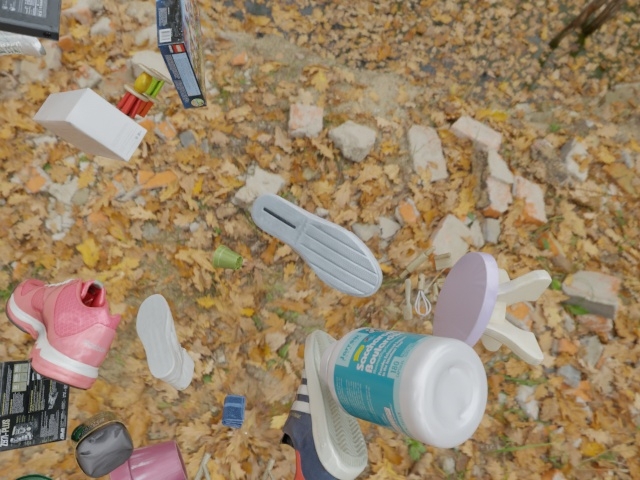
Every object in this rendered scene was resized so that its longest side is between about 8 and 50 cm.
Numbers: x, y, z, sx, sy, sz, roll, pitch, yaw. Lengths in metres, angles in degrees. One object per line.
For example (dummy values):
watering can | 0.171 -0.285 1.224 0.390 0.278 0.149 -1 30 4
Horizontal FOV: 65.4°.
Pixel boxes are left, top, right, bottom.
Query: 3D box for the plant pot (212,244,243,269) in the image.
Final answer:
plant pot | -0.306 0.066 1.674 0.079 0.083 0.083 17 66 19

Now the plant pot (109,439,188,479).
plant pot | -0.490 0.678 1.445 0.180 0.201 0.202 -20 73 -17

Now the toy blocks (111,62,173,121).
toy blocks | -0.373 -0.279 1.017 0.054 0.123 0.148 36 99 -5

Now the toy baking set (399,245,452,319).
toy baking set | 0.348 0.144 1.672 0.030 0.256 0.197 24 34 -46

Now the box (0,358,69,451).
box | -0.635 0.350 1.082 0.077 0.147 0.180 -9 77 35

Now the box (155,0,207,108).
box | -0.246 -0.377 0.881 0.044 0.159 0.233 -9 68 -2

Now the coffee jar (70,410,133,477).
coffee jar | -0.413 0.380 0.939 0.096 0.184 0.079 -28 95 -30

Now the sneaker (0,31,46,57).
sneaker | -0.640 -0.406 1.040 0.152 0.054 0.061 21 57 17

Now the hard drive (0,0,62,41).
hard drive | -0.432 -0.327 0.683 0.135 0.022 0.094 2 64 -26

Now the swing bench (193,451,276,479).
swing bench | -0.266 0.772 1.436 0.253 0.165 0.255 24 106 -38

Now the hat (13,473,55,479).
hat | -0.700 0.630 1.213 0.173 0.184 0.208 40 29 3

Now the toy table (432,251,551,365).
toy table | 0.370 0.151 1.087 0.160 0.274 0.252 8 53 -11

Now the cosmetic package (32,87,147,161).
cosmetic package | -0.364 -0.180 0.773 0.099 0.239 0.061 35 79 -40

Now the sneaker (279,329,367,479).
sneaker | -0.013 0.319 0.954 0.131 0.350 0.148 36 111 -17

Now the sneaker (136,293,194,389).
sneaker | -0.474 0.320 1.535 0.108 0.169 0.293 -22 53 -2

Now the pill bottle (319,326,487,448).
pill bottle | 0.107 0.211 0.764 0.146 0.264 0.146 3 84 -34

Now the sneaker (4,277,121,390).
sneaker | -0.406 0.116 0.816 0.313 0.116 0.136 26 78 45

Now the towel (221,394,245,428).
towel | -0.264 0.516 1.516 0.067 0.119 0.029 11 112 -10

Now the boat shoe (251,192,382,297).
boat shoe | 0.000 0.000 0.987 0.302 0.094 0.109 37 102 15
